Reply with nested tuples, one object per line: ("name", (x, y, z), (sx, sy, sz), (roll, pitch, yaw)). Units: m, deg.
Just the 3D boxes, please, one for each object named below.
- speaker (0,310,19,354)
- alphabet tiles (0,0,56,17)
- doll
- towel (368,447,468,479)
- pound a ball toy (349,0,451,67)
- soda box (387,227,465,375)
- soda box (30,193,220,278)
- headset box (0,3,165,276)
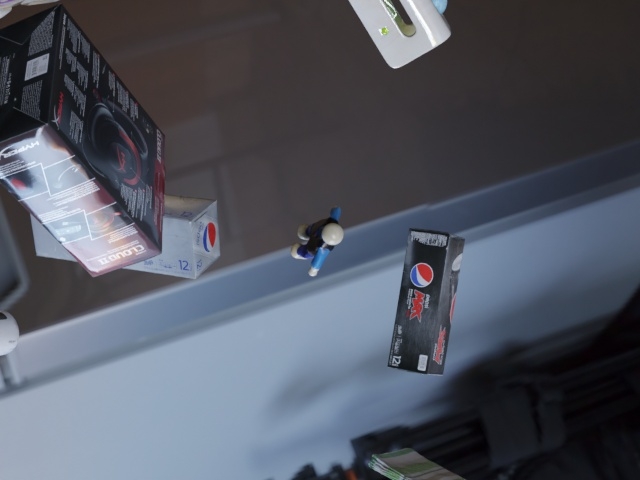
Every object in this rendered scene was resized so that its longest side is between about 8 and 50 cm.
("speaker", (-0.406, 0.108, 1.387), (0.136, 0.055, 0.055), (5, -119, -68))
("alphabet tiles", (-0.412, -0.284, 1.398), (0.278, 0.284, 0.021), (-8, 95, 60))
("doll", (0.000, 0.000, 2.108), (0.129, 0.046, 0.189), (-71, 15, -12))
("towel", (0.168, 0.381, 1.994), (0.152, 0.113, 0.023), (20, 107, 42))
("pound a ball toy", (0.096, -0.466, 1.999), (0.319, 0.135, 0.208), (57, -166, -15))
("soda box", (0.126, 0.073, 1.440), (0.053, 0.060, 0.169), (9, 87, 26))
("soda box", (-0.300, -0.019, 1.866), (0.286, 0.091, 0.098), (7, 115, 21))
("headset box", (-0.298, -0.112, 1.536), (0.293, 0.110, 0.218), (54, -157, -46))
